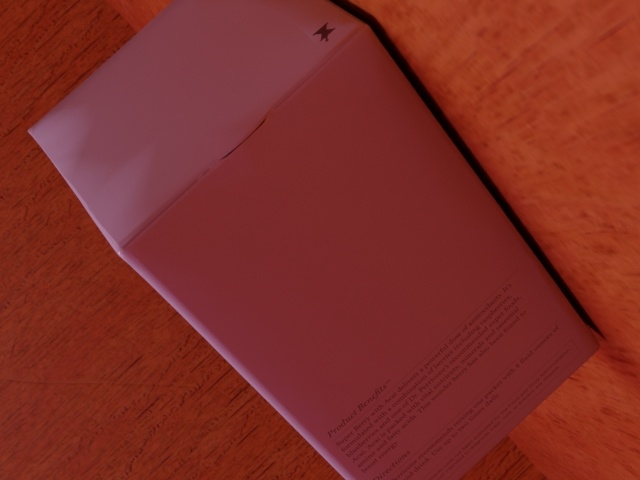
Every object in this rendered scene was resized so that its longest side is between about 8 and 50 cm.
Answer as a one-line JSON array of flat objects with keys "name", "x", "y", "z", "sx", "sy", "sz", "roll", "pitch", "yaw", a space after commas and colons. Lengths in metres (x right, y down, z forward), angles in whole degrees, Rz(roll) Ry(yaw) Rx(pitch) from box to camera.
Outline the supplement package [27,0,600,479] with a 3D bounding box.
[{"name": "supplement package", "x": 0.000, "y": 0.000, "z": 0.909, "sx": 0.293, "sy": 0.177, "sz": 0.175, "roll": 50, "pitch": 176, "yaw": -37}]
